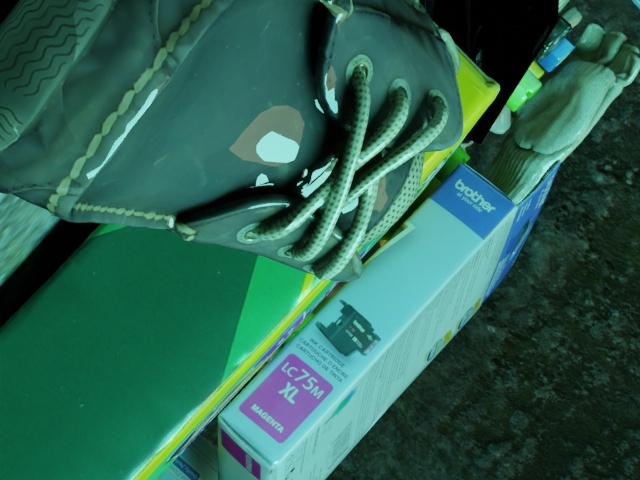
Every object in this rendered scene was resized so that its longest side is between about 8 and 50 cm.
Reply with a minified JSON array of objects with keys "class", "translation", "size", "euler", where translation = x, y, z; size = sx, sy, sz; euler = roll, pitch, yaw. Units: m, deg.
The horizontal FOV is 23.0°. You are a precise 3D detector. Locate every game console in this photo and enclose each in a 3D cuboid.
[{"class":"game console","translation":[0.152,-0.241,0.933],"size":[0.361,0.044,0.213],"euler":[-57,158,-27]}]

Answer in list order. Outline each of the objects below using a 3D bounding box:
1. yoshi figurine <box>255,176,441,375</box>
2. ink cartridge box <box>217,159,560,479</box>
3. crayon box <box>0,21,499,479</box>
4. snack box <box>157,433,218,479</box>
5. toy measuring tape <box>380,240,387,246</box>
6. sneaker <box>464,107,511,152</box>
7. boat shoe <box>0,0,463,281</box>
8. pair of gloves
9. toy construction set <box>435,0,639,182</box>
[{"class":"yoshi figurine","translation":[0.028,0.000,1.360],"size":[0.362,0.204,0.203],"euler":[116,-1,-67]},{"class":"ink cartridge box","translation":[0.047,0.067,1.151],"size":[0.311,0.065,0.186],"euler":[-43,164,-21]},{"class":"crayon box","translation":[-0.057,0.020,0.915],"size":[0.313,0.106,0.363],"euler":[-47,178,-5]},{"class":"snack box","translation":[-0.131,0.204,1.391],"size":[0.060,0.187,0.322],"euler":[-49,176,-13]},{"class":"toy measuring tape","translation":[0.085,-0.047,2.030],"size":[0.330,0.121,0.121],"euler":[-49,176,-13]},{"class":"sneaker","translation":[0.157,-0.172,1.525],"size":[0.262,0.121,0.099],"euler":[-54,174,38]},{"class":"boat shoe","translation":[-0.009,-0.061,0.566],"size":[0.132,0.130,0.355],"euler":[-51,176,18]},{"class":"pair of gloves","translation":[0.166,-0.118,1.356],"size":[0.204,0.042,0.240],"euler":[-47,-155,7]},{"class":"toy construction set","translation":[0.151,-0.163,1.175],"size":[0.328,0.151,0.215],"euler":[-26,168,-22]}]
